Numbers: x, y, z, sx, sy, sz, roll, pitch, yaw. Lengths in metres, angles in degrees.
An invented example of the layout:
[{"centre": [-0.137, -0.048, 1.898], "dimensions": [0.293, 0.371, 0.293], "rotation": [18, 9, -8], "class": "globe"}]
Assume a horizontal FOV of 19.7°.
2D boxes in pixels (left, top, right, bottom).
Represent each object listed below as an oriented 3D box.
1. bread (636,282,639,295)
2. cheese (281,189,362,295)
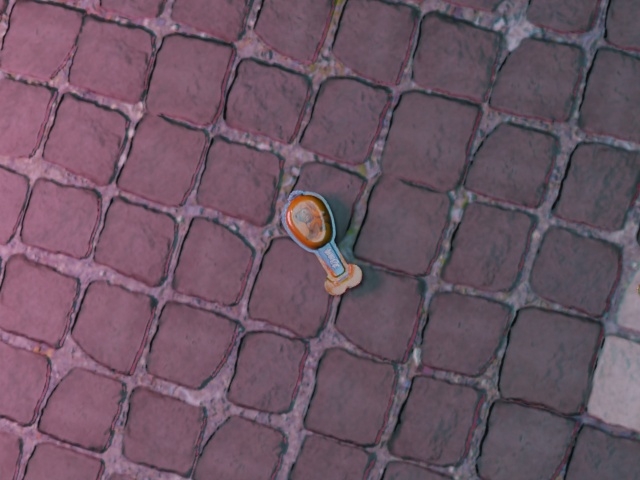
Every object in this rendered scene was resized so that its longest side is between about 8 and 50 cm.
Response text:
[{"centre": [0.324, 0.022, 1.605], "dimensions": [0.084, 0.080, 0.109], "rotation": [36, 88, 20], "class": "bread"}, {"centre": [0.000, 0.000, 1.728], "dimensions": [0.047, 0.017, 0.111], "rotation": [-34, 74, 10], "class": "cheese"}]
